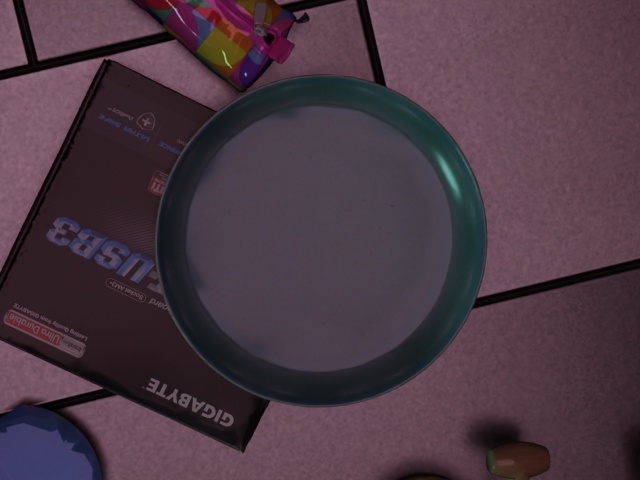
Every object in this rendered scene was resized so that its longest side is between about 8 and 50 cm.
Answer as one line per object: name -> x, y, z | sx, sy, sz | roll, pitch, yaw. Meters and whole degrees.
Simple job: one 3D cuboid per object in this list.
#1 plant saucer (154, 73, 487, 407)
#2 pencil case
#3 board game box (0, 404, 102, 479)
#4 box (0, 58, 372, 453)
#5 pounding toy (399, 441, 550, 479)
plant saucer -> 0.000, 0.000, 1.534 | 0.317, 0.044, 0.318 | -1, 97, -7
pencil case -> -0.128, -0.246, 1.545 | 0.236, 0.104, 0.104 | 37, 91, -5
board game box -> -0.304, 0.246, 1.608 | 0.168, 0.033, 0.133 | -34, 91, -6
box -> -0.143, 0.015, 1.580 | 0.295, 0.073, 0.293 | 27, 91, -6
pounding toy -> 0.133, 0.325, 1.581 | 0.154, 0.155, 0.270 | 9, 94, -9
